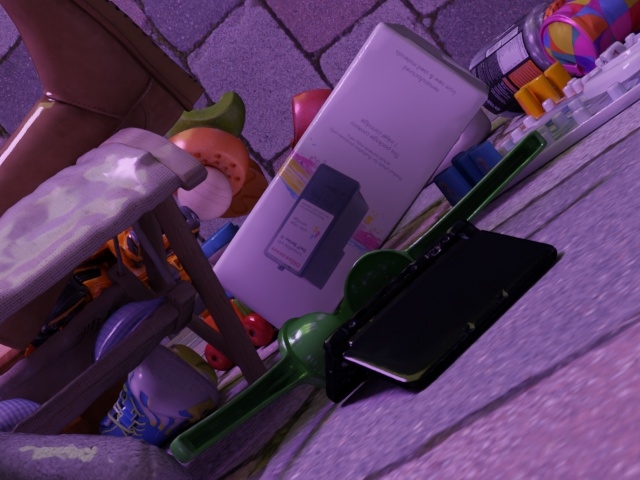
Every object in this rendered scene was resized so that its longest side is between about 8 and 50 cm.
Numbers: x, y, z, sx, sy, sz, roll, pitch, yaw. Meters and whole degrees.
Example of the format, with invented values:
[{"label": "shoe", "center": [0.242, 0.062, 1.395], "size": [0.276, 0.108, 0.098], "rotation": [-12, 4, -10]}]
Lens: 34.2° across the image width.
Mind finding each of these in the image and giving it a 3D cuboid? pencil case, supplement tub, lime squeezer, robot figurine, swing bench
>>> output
[{"label": "pencil case", "center": [0.391, -0.303, 1.347], "size": [0.236, 0.104, 0.104], "rotation": [-38, 2, -21]}, {"label": "supplement tub", "center": [0.306, -0.260, 1.475], "size": [0.117, 0.117, 0.190], "rotation": [-40, 4, -31]}, {"label": "lime squeezer", "center": [0.027, 0.049, 0.659], "size": [0.310, 0.059, 0.110], "rotation": [-39, 5, -24]}, {"label": "robot figurine", "center": [-0.204, 0.078, 1.035], "size": [0.211, 0.085, 0.291], "rotation": [-36, -10, -36]}, {"label": "swing bench", "center": [-0.195, 0.075, 0.759], "size": [0.253, 0.254, 0.165], "rotation": [-38, 46, -25]}]

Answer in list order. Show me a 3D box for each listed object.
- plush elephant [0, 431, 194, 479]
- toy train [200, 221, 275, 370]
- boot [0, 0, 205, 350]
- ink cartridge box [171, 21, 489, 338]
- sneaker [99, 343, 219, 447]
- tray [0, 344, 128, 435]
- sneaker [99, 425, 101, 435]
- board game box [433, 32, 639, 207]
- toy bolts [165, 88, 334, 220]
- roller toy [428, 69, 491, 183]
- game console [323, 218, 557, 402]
[{"label": "plush elephant", "center": [-0.258, 0.188, 0.472], "size": [0.330, 0.255, 0.272], "rotation": [-5, -32, 16]}, {"label": "toy train", "center": [-0.135, 0.084, 1.314], "size": [0.248, 0.143, 0.105], "rotation": [-36, 4, 44]}, {"label": "boot", "center": [-0.235, -0.068, 0.804], "size": [0.269, 0.236, 0.089], "rotation": [-54, 43, -3]}, {"label": "ink cartridge box", "center": [0.015, -0.032, 1.015], "size": [0.353, 0.119, 0.207], "rotation": [-55, -2, 15]}, {"label": "sneaker", "center": [-0.165, 0.172, 1.033], "size": [0.126, 0.091, 0.240], "rotation": [-50, -6, -2]}, {"label": "tray", "center": [-0.337, 0.187, 1.378], "size": [0.203, 0.076, 0.411], "rotation": [-39, -23, -8]}, {"label": "sneaker", "center": [-0.212, 0.204, 1.311], "size": [0.161, 0.057, 0.075], "rotation": [-45, 11, -7]}, {"label": "board game box", "center": [0.316, -0.199, 1.045], "size": [0.390, 0.050, 0.390], "rotation": [-37, 3, 32]}, {"label": "toy bolts", "center": [-0.064, -0.061, 1.216], "size": [0.229, 0.158, 0.218], "rotation": [-7, -38, -1]}, {"label": "roller toy", "center": [0.166, -0.180, 1.686], "size": [0.191, 0.146, 0.209], "rotation": [-42, 5, -42]}, {"label": "game console", "center": [0.067, 0.051, 0.602], "size": [0.122, 0.071, 0.107], "rotation": [-39, -27, -23]}]
